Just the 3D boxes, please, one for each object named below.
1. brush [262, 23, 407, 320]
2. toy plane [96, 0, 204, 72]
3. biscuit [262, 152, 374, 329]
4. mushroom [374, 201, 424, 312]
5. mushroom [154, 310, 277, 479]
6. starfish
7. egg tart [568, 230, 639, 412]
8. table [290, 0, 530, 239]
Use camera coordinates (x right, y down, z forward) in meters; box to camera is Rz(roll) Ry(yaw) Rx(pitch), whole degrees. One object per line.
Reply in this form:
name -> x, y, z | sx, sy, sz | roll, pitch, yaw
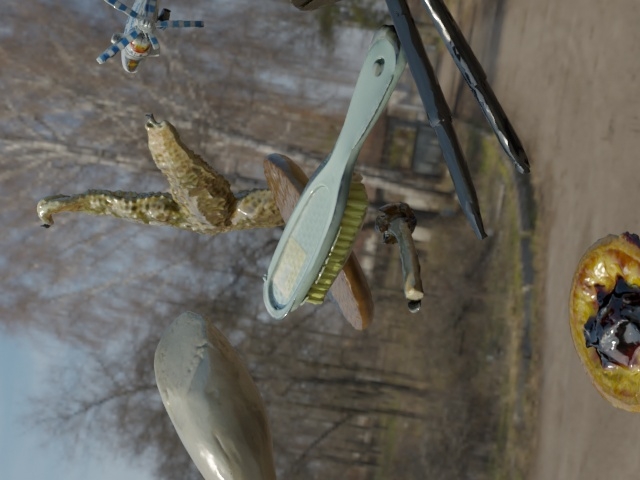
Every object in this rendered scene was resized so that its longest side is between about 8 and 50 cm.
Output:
brush -> 0.027, -0.051, 0.887 | 0.068, 0.060, 0.296 | 55, 129, 47
toy plane -> -0.294, -0.420, 1.654 | 0.107, 0.182, 0.273 | -172, 78, -70
biscuit -> 0.001, 0.000, 1.272 | 0.262, 0.037, 0.262 | 57, 171, 14
mushroom -> 0.114, 0.019, 1.389 | 0.060, 0.061, 0.187 | 98, 170, -45
mushroom -> -0.129, 0.257, 1.322 | 0.128, 0.128, 0.350 | 75, 174, -80
starfish -> -0.174, -0.069, 1.440 | 0.324, 0.432, 0.082 | 142, 132, -61
egg tart -> 0.405, 0.091, 1.177 | 0.215, 0.171, 0.215 | 175, 90, -68
table -> 0.157, -0.175, 0.853 | 0.249, 0.317, 0.317 | 57, -172, -4
